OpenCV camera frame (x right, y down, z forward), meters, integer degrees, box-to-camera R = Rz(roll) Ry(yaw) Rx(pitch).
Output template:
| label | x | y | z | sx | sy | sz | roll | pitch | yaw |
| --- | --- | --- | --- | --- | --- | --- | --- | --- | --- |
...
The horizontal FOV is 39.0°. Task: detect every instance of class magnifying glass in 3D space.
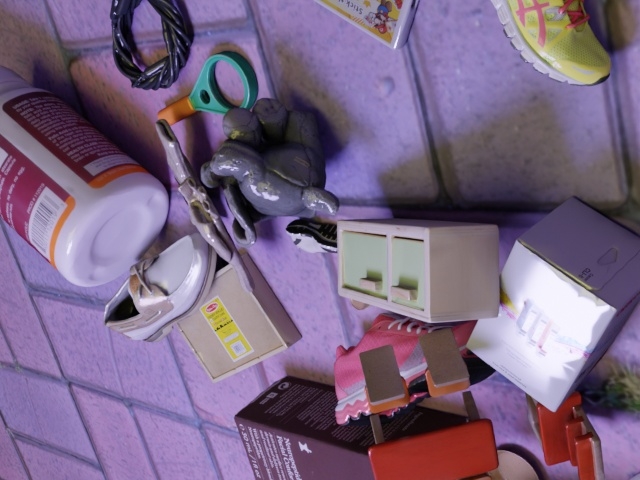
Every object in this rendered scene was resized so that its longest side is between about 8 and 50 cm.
| label | x | y | z | sx | sy | sz | roll | pitch | yaw |
| --- | --- | --- | --- | --- | --- | --- | --- | --- | --- |
| magnifying glass | -0.173 | -0.212 | 1.339 | 0.231 | 0.026 | 0.092 | -15 | 104 | 50 |

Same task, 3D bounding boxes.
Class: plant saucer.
| label | x | y | z | sx | sy | sz | roll | pitch | yaw |
| --- | --- | --- | --- | --- | --- | --- | --- | --- | --- |
| plant saucer | 0.270 | 0.323 | 1.251 | 0.083 | 0.015 | 0.083 | 24 | 130 | 32 |

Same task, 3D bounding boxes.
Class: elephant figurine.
| label | x | y | z | sx | sy | sz | roll | pitch | yaw |
| --- | --- | --- | --- | --- | --- | --- | --- | --- | --- |
| elephant figurine | -0.080 | -0.074 | 1.263 | 0.169 | 0.186 | 0.239 | 10 | 149 | -11 |

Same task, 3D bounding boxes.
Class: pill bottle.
| label | x | y | z | sx | sy | sz | roll | pitch | yaw |
| --- | --- | --- | --- | --- | --- | --- | --- | --- | --- |
| pill bottle | -0.467 | -0.119 | 1.542 | 0.392 | 0.224 | 0.224 | 39 | 137 | 21 |

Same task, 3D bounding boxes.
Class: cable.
| label | x | y | z | sx | sy | sz | roll | pitch | yaw |
| --- | --- | --- | --- | --- | --- | --- | --- | --- | --- |
| cable | -0.257 | -0.301 | 1.356 | 0.150 | 0.047 | 0.184 | 38 | 135 | 14 |

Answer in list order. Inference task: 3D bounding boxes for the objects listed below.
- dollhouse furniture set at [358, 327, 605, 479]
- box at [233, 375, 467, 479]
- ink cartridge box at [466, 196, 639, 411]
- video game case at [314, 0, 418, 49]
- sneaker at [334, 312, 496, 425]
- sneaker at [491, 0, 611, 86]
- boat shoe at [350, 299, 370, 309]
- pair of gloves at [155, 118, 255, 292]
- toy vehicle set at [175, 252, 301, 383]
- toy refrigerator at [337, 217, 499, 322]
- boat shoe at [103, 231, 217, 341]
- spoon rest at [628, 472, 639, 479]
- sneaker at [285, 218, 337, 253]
| label | x | y | z | sx | sy | sz | roll | pitch | yaw |
| --- | --- | --- | --- | --- | --- | --- | --- | --- | --- |
| dollhouse furniture set | 0.188 | 0.246 | 1.078 | 0.135 | 0.259 | 0.262 | -102 | -4 | -60 |
| box | 0.058 | 0.350 | 1.392 | 0.381 | 0.143 | 0.191 | 3 | 117 | 42 |
| ink cartridge box | 0.268 | 0.068 | 0.997 | 0.127 | 0.128 | 0.176 | 38 | 136 | 22 |
| video game case | 0.031 | -0.360 | 1.034 | 0.227 | 0.026 | 0.206 | 37 | 136 | 21 |
| sneaker | 0.117 | 0.149 | 1.220 | 0.314 | 0.116 | 0.136 | -35 | 60 | 40 |
| sneaker | 0.221 | -0.244 | 0.877 | 0.208 | 0.081 | 0.094 | 54 | 138 | 5 |
| boat shoe | 0.054 | 0.047 | 1.263 | 0.050 | 0.045 | 0.135 | 29 | 133 | 30 |
| pair of gloves | -0.180 | -0.047 | 1.354 | 0.240 | 0.042 | 0.204 | 56 | 172 | 38 |
| toy vehicle set | -0.156 | 0.140 | 1.545 | 0.267 | 0.035 | 0.166 | -31 | 91 | 50 |
| toy refrigerator | 0.102 | 0.028 | 1.067 | 0.269 | 0.094 | 0.102 | -170 | 79 | -70 |
| boat shoe | -0.275 | 0.084 | 1.531 | 0.302 | 0.103 | 0.113 | -49 | 44 | 40 |
| spoon rest | 0.425 | 0.300 | 1.047 | 0.137 | 0.084 | 0.276 | 34 | 149 | 27 |
| sneaker | 0.000 | 0.000 | 1.301 | 0.109 | 0.040 | 0.044 | 19 | 144 | 41 |
